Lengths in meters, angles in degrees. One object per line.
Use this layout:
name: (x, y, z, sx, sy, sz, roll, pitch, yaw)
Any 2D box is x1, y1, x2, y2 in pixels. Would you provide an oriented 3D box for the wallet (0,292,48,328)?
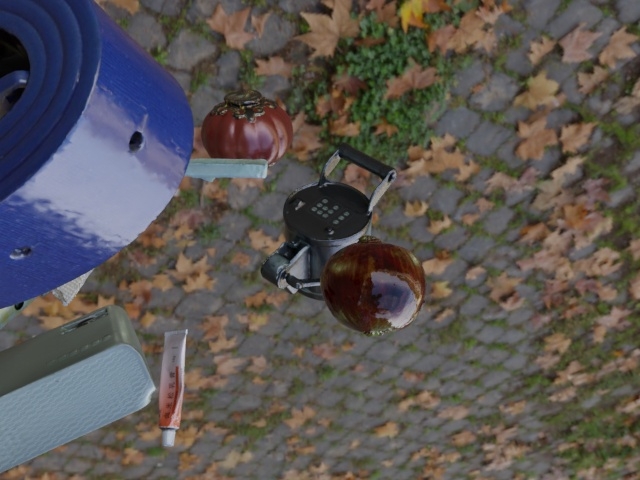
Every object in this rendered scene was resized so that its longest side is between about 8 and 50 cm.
wallet: (-0.548, 0.129, 0.992, 0.223, 0.309, 0.077, 8, 127, 26)

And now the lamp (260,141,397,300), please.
lamp: (0.023, 0.001, 1.734, 0.374, 0.205, 0.272, -49, 151, -16)

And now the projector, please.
projector: (-0.373, 0.204, 1.039, 0.250, 0.198, 0.108, -25, 109, -15)

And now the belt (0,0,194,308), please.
belt: (-0.264, -0.060, 0.495, 0.347, 0.212, 0.117, -14, 159, 17)

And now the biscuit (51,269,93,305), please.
biscuit: (-0.603, 0.038, 1.817, 0.108, 0.062, 0.239, 40, 77, -35)

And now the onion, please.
onion: (0.059, 0.047, 0.799, 0.117, 0.118, 0.118, -11, 139, -8)

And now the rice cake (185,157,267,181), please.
rice cake: (-0.192, -0.136, 1.419, 0.180, 0.030, 0.042, -1, 121, -9)

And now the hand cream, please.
hand cream: (-0.277, 0.275, 1.379, 0.052, 0.216, 0.038, -2, 164, 6)

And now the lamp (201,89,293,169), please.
lamp: (-0.179, -0.256, 1.801, 0.227, 0.227, 0.227, -7, 139, -6)
